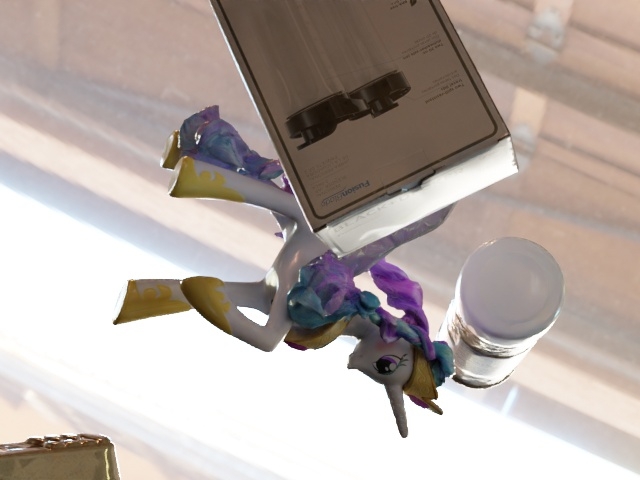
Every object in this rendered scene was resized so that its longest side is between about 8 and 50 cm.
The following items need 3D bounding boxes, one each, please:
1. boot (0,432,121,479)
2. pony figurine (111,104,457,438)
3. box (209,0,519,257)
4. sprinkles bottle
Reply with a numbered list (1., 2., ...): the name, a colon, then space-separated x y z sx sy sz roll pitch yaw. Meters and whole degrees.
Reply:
1. boot: -0.215 0.215 0.688 0.248 0.207 0.090 3 0 -35
2. pony figurine: 0.000 0.000 1.349 0.363 0.351 0.303 22 -25 -18
3. box: 0.021 -0.152 1.020 0.290 0.169 0.087 65 5 20
4. sprinkles bottle: 0.216 0.100 1.579 0.121 0.121 0.355 26 -15 8
